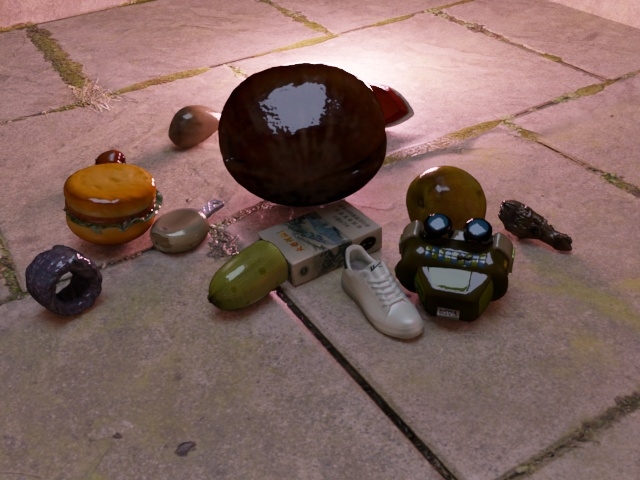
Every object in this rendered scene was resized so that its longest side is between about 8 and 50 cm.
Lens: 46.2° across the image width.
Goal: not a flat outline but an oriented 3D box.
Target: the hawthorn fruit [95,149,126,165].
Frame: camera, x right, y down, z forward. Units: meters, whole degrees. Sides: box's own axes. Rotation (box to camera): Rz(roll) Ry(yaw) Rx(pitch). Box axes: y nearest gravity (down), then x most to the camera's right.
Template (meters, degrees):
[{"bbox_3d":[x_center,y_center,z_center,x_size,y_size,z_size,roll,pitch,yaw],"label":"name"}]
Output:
[{"bbox_3d":[-0.617,-0.224,2.181,0.093,0.081,0.081,0,35,9],"label":"hawthorn fruit"}]

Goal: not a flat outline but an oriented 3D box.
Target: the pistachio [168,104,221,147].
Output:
[{"bbox_3d":[-0.391,-0.355,2.324,0.184,0.125,0.124,-17,36,-30],"label":"pistachio"}]

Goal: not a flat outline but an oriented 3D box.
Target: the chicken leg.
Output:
[{"bbox_3d":[0.518,-0.030,1.806,0.197,0.085,0.069,30,21,20],"label":"chicken leg"}]

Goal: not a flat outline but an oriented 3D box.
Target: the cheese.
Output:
[{"bbox_3d":[-0.329,-0.047,1.912,0.137,0.064,0.227,20,40,28],"label":"cheese"}]

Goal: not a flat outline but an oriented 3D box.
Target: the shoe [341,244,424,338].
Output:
[{"bbox_3d":[0.125,0.105,1.614,0.095,0.110,0.265,-21,36,-25],"label":"shoe"}]

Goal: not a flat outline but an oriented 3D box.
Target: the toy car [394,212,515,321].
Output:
[{"bbox_3d":[0.279,0.077,1.601,0.247,0.204,0.198,9,59,14],"label":"toy car"}]

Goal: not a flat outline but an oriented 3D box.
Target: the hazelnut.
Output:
[{"bbox_3d":[-0.049,-0.255,1.939,0.429,0.402,0.402,-1,34,-10],"label":"hazelnut"}]

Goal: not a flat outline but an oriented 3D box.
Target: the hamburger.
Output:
[{"bbox_3d":[-0.520,-0.079,1.880,0.245,0.170,0.246,6,32,-4],"label":"hamburger"}]

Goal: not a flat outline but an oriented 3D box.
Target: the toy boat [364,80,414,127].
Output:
[{"bbox_3d":[0.134,-0.432,2.375,0.331,0.145,0.133,14,10,22],"label":"toy boat"}]

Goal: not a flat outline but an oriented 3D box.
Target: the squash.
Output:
[{"bbox_3d":[-0.173,0.086,1.659,0.123,0.123,0.186,25,43,34],"label":"squash"}]

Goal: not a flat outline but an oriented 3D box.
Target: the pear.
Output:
[{"bbox_3d":[0.301,-0.088,1.809,0.199,0.200,0.200,-2,35,2],"label":"pear"}]

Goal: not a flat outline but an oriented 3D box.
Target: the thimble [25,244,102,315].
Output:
[{"bbox_3d":[-0.566,0.089,1.662,0.097,0.150,0.150,23,42,37],"label":"thimble"}]

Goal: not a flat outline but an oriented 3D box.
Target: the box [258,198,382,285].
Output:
[{"bbox_3d":[0.000,0.000,1.809,0.256,0.069,0.164,-23,39,-26],"label":"box"}]
